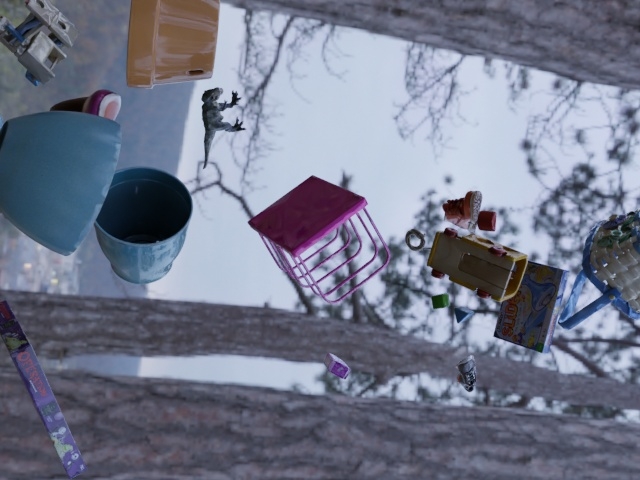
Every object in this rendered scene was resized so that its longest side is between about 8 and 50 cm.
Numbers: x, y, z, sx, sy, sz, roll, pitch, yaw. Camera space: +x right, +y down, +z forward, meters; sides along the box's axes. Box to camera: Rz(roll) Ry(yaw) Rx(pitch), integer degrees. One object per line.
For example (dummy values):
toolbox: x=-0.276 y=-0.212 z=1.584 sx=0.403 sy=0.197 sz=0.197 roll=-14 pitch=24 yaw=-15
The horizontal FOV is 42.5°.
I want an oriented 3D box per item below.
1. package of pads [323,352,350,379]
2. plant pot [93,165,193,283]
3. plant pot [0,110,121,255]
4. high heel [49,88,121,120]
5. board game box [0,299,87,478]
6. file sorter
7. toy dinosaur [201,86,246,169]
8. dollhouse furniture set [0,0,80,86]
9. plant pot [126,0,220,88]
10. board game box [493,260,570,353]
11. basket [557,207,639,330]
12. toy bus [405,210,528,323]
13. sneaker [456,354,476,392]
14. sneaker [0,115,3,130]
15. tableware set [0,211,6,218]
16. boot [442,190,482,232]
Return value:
package of pads: x=0.037 y=0.290 z=1.902 sx=0.032 sy=0.050 sz=0.083 roll=-60 pitch=-171 yaw=0
plant pot: x=-0.496 y=-0.022 z=2.278 sx=0.255 sy=0.271 sz=0.272 roll=107 pitch=-16 yaw=-52
plant pot: x=-0.543 y=-0.137 z=1.617 sx=0.290 sy=0.195 sz=0.290 roll=-38 pitch=-139 yaw=42
high heel: x=-0.587 y=-0.307 z=1.984 sx=0.127 sy=0.181 sz=0.377 roll=-66 pitch=-170 yaw=-16
board game box: x=-0.592 y=0.313 z=1.724 sx=0.208 sy=0.056 sz=0.347 roll=30 pitch=-40 yaw=47
file sorter: x=0.000 y=0.000 z=1.917 sx=0.182 sy=0.202 sz=0.290 roll=59 pitch=-13 yaw=-25
toy dinosaur: x=-0.243 y=-0.295 z=2.008 sx=0.064 sy=0.118 sz=0.268 roll=46 pitch=-31 yaw=24
dollhouse furniture set: x=-0.630 y=-0.418 z=1.764 sx=0.129 sy=0.129 sz=0.184 roll=-25 pitch=-144 yaw=28
plant pot: x=-0.354 y=-0.505 z=1.996 sx=0.291 sy=0.203 sz=0.291 roll=-175 pitch=-90 yaw=-79
board game box: x=0.497 y=0.151 z=1.946 sx=0.136 sy=0.035 sz=0.201 roll=16 pitch=-87 yaw=42
basket: x=0.661 y=0.064 z=1.828 sx=0.289 sy=0.201 sz=0.255 roll=-50 pitch=180 yaw=39
toy bus: x=0.293 y=0.038 z=1.575 sx=0.191 sy=0.104 sz=0.202 roll=-28 pitch=-101 yaw=33
sneaker: x=0.436 y=0.391 z=2.399 sx=0.065 sy=0.061 sz=0.158 roll=58 pitch=-10 yaw=35
sneaker: x=-0.742 y=-0.258 z=1.703 sx=0.150 sy=0.135 sz=0.366 roll=-65 pitch=157 yaw=-49
tableware set: x=-0.618 y=-0.048 z=1.767 sx=0.024 sy=0.154 sz=0.104 roll=-66 pitch=-157 yaw=6
boot: x=0.303 y=-0.068 z=1.774 sx=0.158 sy=0.084 sz=0.059 roll=79 pitch=33 yaw=-67
